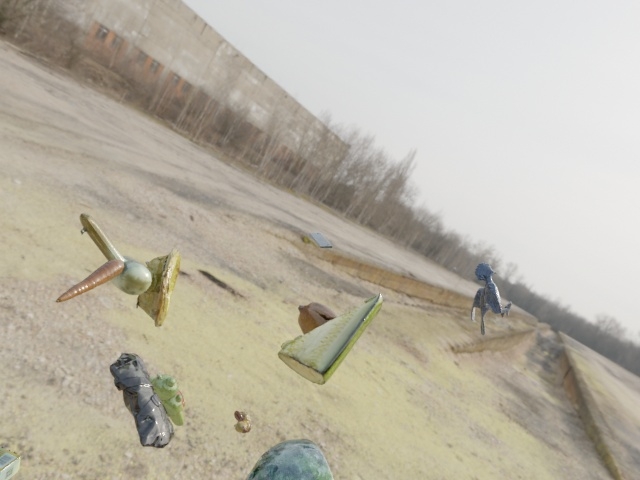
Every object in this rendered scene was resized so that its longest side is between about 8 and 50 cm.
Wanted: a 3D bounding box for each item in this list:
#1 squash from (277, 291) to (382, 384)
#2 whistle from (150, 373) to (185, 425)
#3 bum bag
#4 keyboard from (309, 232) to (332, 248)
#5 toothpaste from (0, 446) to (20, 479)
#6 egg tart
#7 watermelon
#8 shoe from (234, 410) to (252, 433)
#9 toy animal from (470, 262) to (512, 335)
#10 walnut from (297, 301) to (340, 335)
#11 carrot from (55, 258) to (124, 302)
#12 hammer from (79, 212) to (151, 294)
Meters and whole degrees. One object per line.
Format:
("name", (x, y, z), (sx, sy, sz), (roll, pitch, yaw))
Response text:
("squash", (0.038, 0.228, 1.078), (0.169, 0.252, 0.093), (9, -43, 45))
("whistle", (-0.632, 0.664, 1.830), (0.131, 0.288, 0.106), (-4, 28, 16))
("bum bag", (-0.576, 0.508, 1.407), (0.340, 0.095, 0.144), (58, 6, 17))
("keyboard", (0.000, -0.001, 1.927), (0.055, 0.014, 0.176), (1, 20, -19))
("toothpaste", (-1.124, 0.677, 1.390), (0.313, 0.071, 0.089), (19, 12, 6))
("egg tart", (-0.615, 0.171, 1.659), (0.120, 0.315, 0.315), (13, 10, -13))
("watermelon", (-0.092, 0.813, 1.503), (0.320, 0.214, 0.289), (-9, 16, 14))
("shoe", (-0.332, 0.765, 1.839), (0.069, 0.072, 0.109), (29, 31, -22))
("toy animal", (0.626, 0.222, 1.650), (0.176, 0.255, 0.239), (30, -16, 12))
("walnut", (0.007, 0.416, 2.116), (0.336, 0.209, 0.209), (39, 9, 29))
("carrot", (-0.611, 0.110, 1.165), (0.048, 0.048, 0.216), (31, 33, 7))
("hammer", (-0.684, 0.039, 1.429), (0.202, 0.113, 0.305), (11, -45, 45))
